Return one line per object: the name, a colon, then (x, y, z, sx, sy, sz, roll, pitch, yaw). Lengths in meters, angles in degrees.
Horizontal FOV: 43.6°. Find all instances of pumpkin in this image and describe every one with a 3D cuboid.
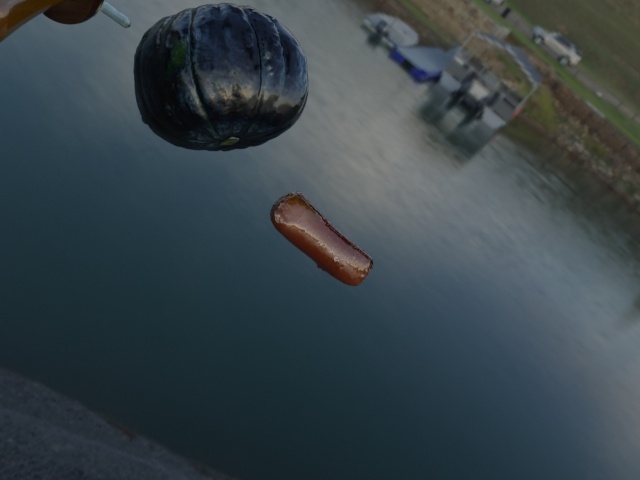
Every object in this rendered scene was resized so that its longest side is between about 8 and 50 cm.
pumpkin: (-0.201, -0.328, 1.642, 0.363, 0.363, 0.266, 7, 74, -55)

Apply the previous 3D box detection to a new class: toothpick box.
toothpick box: (-0.479, -0.413, 1.274, 0.192, 0.192, 0.294, 41, 45, 3)

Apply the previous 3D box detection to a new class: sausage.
sausage: (0.000, 0.000, 1.754, 0.330, 0.102, 0.102, 41, 15, -42)

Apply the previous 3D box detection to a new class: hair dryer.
hair dryer: (-0.470, -0.522, 1.786, 0.137, 0.082, 0.047, 38, 12, 11)
